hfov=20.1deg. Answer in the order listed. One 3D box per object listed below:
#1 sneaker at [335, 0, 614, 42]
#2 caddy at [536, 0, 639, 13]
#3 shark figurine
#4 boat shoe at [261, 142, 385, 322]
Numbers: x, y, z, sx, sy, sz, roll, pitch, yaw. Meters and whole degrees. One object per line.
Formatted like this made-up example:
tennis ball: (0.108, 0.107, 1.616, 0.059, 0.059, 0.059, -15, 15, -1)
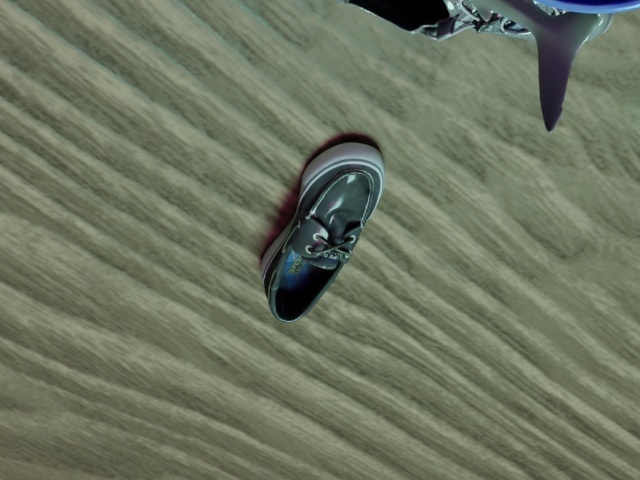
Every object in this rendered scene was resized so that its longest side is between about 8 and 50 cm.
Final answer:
sneaker: (0.109, -0.195, 1.455, 0.281, 0.115, 0.105, 11, 140, -18)
caddy: (0.145, -0.299, 1.146, 0.341, 0.179, 0.241, 39, 120, 13)
shark figurine: (0.075, -0.203, 1.349, 0.278, 0.166, 0.116, 41, 92, -20)
boat shoe: (0.000, 0.000, 1.731, 0.080, 0.076, 0.228, 14, 139, -22)
